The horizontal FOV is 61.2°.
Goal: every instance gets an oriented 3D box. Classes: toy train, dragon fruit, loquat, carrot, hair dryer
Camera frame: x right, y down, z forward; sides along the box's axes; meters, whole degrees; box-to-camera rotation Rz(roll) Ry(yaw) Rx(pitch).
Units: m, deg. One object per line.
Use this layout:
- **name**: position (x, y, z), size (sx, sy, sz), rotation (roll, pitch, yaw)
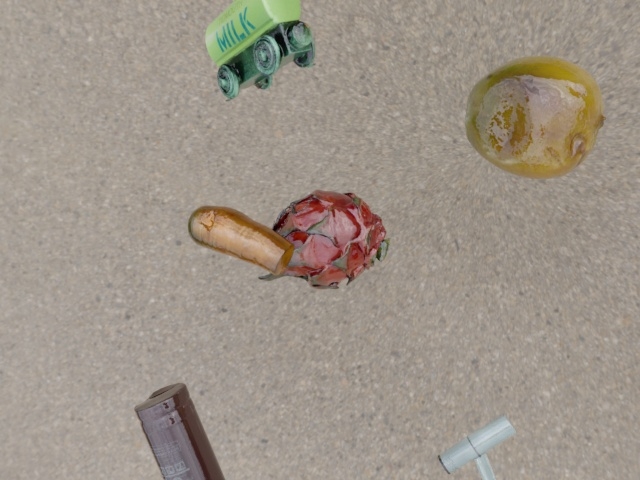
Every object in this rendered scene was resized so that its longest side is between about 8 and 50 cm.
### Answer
- **toy train**: position (-0.110, -0.336, 0.896), size (0.253, 0.105, 0.157), rotation (-6, 106, 56)
- **dragon fruit**: position (0.000, 0.000, 1.048), size (0.274, 0.192, 0.193), rotation (-5, 85, -1)
- **loquat**: position (0.479, -0.275, 1.220), size (0.284, 0.276, 0.276), rotation (20, 106, 42)
- **carrot**: position (-0.138, -0.007, 0.948), size (0.193, 0.087, 0.087), rotation (18, 104, 15)
- **hair dryer**: position (0.340, 0.446, 1.052), size (0.155, 0.044, 0.183), rotation (-35, 102, 7)

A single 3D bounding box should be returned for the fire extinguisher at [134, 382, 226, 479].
- **fire extinguisher**: position (-0.280, 0.478, 1.136), size (0.135, 0.114, 0.337), rotation (-18, 96, 32)
